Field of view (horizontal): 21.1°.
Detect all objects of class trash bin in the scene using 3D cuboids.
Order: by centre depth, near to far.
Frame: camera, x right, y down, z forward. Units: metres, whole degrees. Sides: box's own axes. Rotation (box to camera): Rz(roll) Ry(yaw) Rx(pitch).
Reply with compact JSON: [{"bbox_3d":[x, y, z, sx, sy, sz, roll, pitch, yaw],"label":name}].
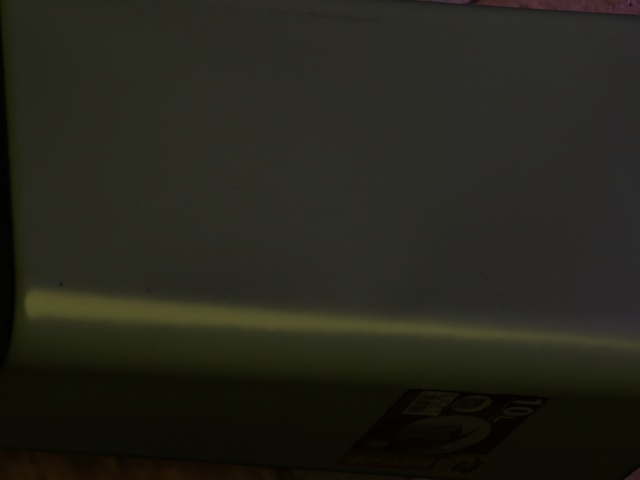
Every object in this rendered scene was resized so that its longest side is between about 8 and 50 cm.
[{"bbox_3d":[0.000,0.000,0.840,0.344,0.158,0.223,3,59,-21],"label":"trash bin"}]
